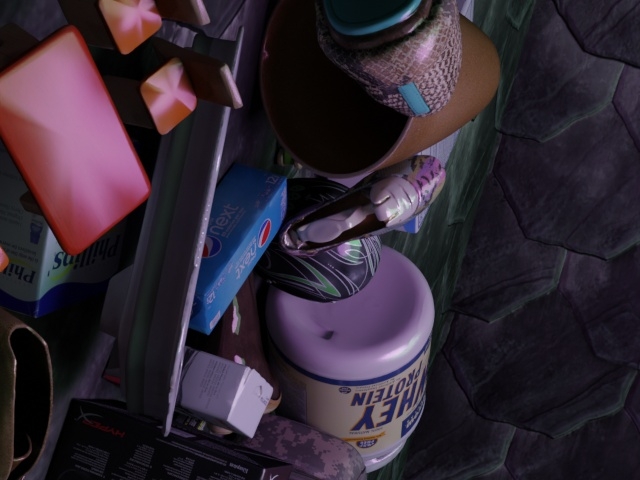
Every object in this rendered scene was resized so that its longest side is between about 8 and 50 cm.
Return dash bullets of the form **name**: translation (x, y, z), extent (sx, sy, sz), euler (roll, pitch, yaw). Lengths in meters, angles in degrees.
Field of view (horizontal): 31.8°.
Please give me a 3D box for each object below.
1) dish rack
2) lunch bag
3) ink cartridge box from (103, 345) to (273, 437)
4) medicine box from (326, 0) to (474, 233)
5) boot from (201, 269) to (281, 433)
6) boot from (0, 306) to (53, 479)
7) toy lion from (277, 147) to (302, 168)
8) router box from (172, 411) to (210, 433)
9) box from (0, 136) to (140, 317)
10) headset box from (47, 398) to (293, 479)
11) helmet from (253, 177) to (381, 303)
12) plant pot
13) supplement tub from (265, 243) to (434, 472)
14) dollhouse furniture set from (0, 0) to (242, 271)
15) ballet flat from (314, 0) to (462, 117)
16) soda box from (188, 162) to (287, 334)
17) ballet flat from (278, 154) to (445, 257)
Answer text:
- **dish rack**: translation (-0.137, -0.007, 1.022), extent (0.285, 0.072, 0.333), euler (112, -12, -68)
- **lunch bag**: translation (-0.072, 0.433, 1.590), extent (0.256, 0.212, 0.305), euler (-56, 156, -45)
- **ink cartridge box**: translation (-0.140, 0.154, 1.210), extent (0.109, 0.150, 0.063), euler (60, 49, -67)
- **medicine box**: translation (0.119, -0.209, 1.660), extent (0.263, 0.149, 0.289), euler (86, 24, -50)
- **boot**: translation (-0.094, 0.119, 1.439), extent (0.248, 0.090, 0.207), euler (-41, 136, -80)
- **boot**: translation (-0.280, 0.185, 0.864), extent (0.112, 0.115, 0.305), euler (-40, 144, -64)
- **toy lion**: translation (-0.024, -0.152, 1.495), extent (0.100, 0.034, 0.096), euler (-40, 136, -63)
- **router box**: translation (-0.180, 0.277, 1.397), extent (0.092, 0.038, 0.122), euler (89, 24, -47)
- **box**: translation (-0.218, -0.021, 0.929), extent (0.126, 0.072, 0.137), euler (-25, 130, -67)
- **headset box**: translation (-0.181, 0.332, 1.136), extent (0.110, 0.218, 0.293), euler (31, 76, -73)
- **helmet**: translation (0.000, 0.000, 1.485), extent (0.169, 0.161, 0.169), euler (17, 90, -73)
- **plant pot**: translation (0.097, -0.203, 1.344), extent (0.254, 0.237, 0.237), euler (-12, 119, -48)
- **supplement tub**: translation (0.042, 0.180, 1.656), extent (0.325, 0.235, 0.235), euler (89, 24, -50)
- **dollhouse furniture set**: translation (-0.184, -0.104, 0.729), extent (0.262, 0.135, 0.259), euler (-44, 136, -25)
- **ballet flat**: translation (0.055, -0.321, 1.119), extent (0.182, 0.164, 0.483), euler (51, 27, -55)
- **soda box**: translation (-0.112, 0.005, 1.290), extent (0.067, 0.071, 0.210), euler (91, 23, -44)
- **ballet flat**: translation (0.048, -0.033, 1.347), extent (0.077, 0.221, 0.079), euler (64, 12, -9)
